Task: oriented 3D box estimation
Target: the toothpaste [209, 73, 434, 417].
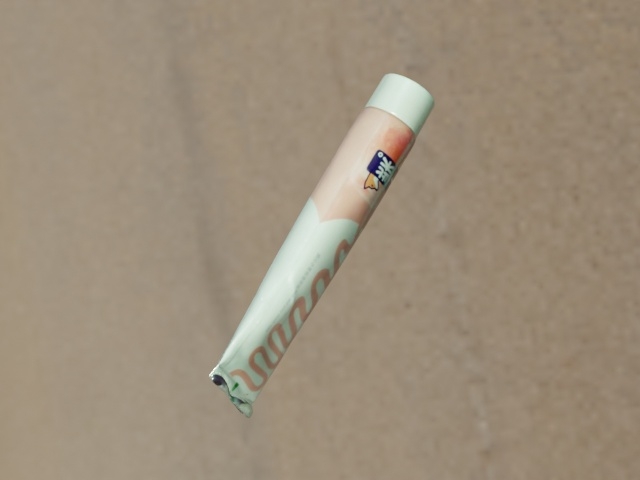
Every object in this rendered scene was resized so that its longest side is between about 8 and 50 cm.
[{"bbox_3d":[0.000,0.000,1.094,0.036,0.205,0.056,22,163,30],"label":"toothpaste"}]
